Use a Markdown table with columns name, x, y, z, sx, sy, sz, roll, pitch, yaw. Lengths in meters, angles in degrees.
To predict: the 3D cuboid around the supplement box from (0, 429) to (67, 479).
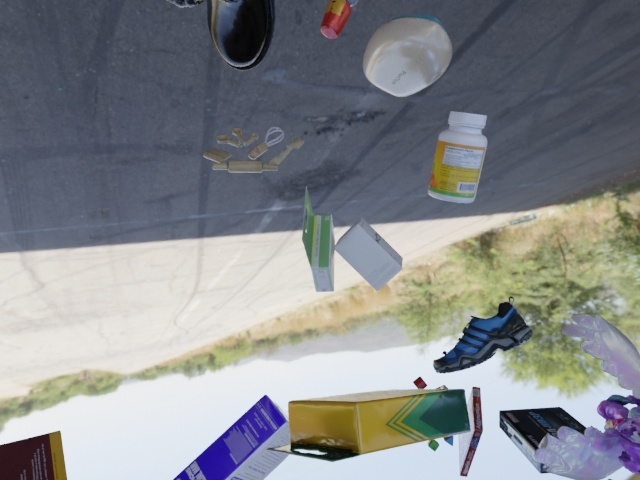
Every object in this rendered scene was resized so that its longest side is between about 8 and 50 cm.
| name | x | y | z | sx | sy | sz | roll | pitch | yaw |
| --- | --- | --- | --- | --- | --- | --- | --- | --- | --- |
| supplement box | -0.556 | 0.470 | 0.830 | 0.194 | 0.191 | 0.129 | -3 | 143 | -37 |

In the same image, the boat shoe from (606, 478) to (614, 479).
| name | x | y | z | sx | sy | sz | roll | pitch | yaw |
| --- | --- | --- | --- | --- | --- | --- | --- | --- | --- |
| boat shoe | 0.891 | 0.765 | 1.241 | 0.110 | 0.122 | 0.341 | -52 | -165 | -10 |

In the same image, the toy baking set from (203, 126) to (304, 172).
| name | x | y | z | sx | sy | sz | roll | pitch | yaw |
| --- | --- | --- | --- | --- | --- | --- | --- | --- | --- |
| toy baking set | -0.172 | -0.243 | 1.245 | 0.257 | 0.196 | 0.030 | 3 | 137 | -1 |

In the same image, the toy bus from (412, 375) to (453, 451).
| name | x | y | z | sx | sy | sz | roll | pitch | yaw |
| --- | --- | --- | --- | --- | --- | --- | --- | --- | --- |
| toy bus | 0.333 | 0.536 | 1.499 | 0.202 | 0.190 | 0.104 | 22 | 176 | 6 |

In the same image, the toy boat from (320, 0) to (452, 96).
| name | x | y | z | sx | sy | sz | roll | pitch | yaw |
| --- | --- | --- | --- | --- | --- | --- | --- | --- | --- |
| toy boat | 0.156 | -0.481 | 1.113 | 0.319 | 0.148 | 0.267 | 25 | 168 | -17 |

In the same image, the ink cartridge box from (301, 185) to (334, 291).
| name | x | y | z | sx | sy | sz | roll | pitch | yaw |
| --- | --- | --- | --- | --- | --- | --- | --- | --- | --- |
| ink cartridge box | 0.000 | 0.000 | 1.195 | 0.056 | 0.171 | 0.235 | -1 | 143 | 6 |

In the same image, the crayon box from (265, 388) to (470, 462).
| name | x | y | z | sx | sy | sz | roll | pitch | yaw |
| --- | --- | --- | --- | --- | --- | --- | --- | --- | --- |
| crayon box | 0.087 | 0.323 | 0.866 | 0.323 | 0.083 | 0.203 | 6 | 162 | -36 |

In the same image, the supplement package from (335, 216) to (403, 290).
| name | x | y | z | sx | sy | sz | roll | pitch | yaw |
| --- | --- | --- | --- | --- | --- | --- | --- | --- | --- |
| supplement package | 0.140 | 0.037 | 1.376 | 0.105 | 0.179 | 0.105 | -45 | -177 | 18 |

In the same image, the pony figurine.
| name | x | y | z | sx | sy | sz | roll | pitch | yaw |
| --- | --- | --- | --- | --- | --- | --- | --- | --- | --- |
| pony figurine | 0.590 | 0.329 | 0.828 | 0.351 | 0.302 | 0.364 | 31 | 168 | -21 |

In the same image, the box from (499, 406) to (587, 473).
| name | x | y | z | sx | sy | sz | roll | pitch | yaw |
| --- | --- | --- | --- | --- | --- | --- | --- | --- | --- |
| box | 0.576 | 0.491 | 1.186 | 0.176 | 0.051 | 0.220 | -3 | -174 | -3 |

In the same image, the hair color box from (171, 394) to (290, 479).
| name | x | y | z | sx | sy | sz | roll | pitch | yaw |
| --- | --- | --- | --- | --- | --- | --- | --- | --- | --- |
| hair color box | -0.211 | 0.573 | 1.230 | 0.339 | 0.110 | 0.185 | -42 | 145 | -12 |

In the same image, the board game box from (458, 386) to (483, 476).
| name | x | y | z | sx | sy | sz | roll | pitch | yaw |
| --- | --- | --- | --- | --- | --- | --- | --- | --- | --- |
| board game box | 0.462 | 0.595 | 1.472 | 0.027 | 0.145 | 0.281 | 7 | 129 | 11 |

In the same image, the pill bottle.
| name | x | y | z | sx | sy | sz | roll | pitch | yaw |
| --- | --- | --- | --- | --- | --- | --- | --- | --- | --- |
| pill bottle | 0.399 | -0.241 | 1.366 | 0.137 | 0.245 | 0.136 | 7 | -163 | -2 |

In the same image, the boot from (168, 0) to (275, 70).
| name | x | y | z | sx | sy | sz | roll | pitch | yaw |
| --- | --- | --- | --- | --- | --- | --- | --- | --- | --- |
| boot | -0.169 | -0.418 | 0.798 | 0.131 | 0.260 | 0.347 | 12 | 134 | 4 |

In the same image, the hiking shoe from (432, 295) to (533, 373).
| name | x | y | z | sx | sy | sz | roll | pitch | yaw |
| --- | --- | --- | --- | --- | --- | --- | --- | --- | --- |
| hiking shoe | 0.458 | 0.290 | 1.397 | 0.304 | 0.132 | 0.113 | -32 | 156 | 18 |
